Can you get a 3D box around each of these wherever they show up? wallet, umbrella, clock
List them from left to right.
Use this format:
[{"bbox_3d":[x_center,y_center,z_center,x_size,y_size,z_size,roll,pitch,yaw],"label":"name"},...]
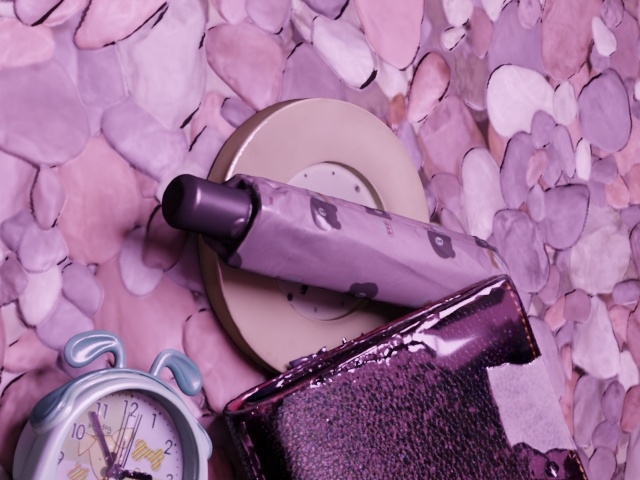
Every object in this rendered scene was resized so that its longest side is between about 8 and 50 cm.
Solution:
[{"bbox_3d":[-0.147,0.162,0.926,0.148,0.060,0.189,23,73,-37],"label":"clock"},{"bbox_3d":[0.000,0.000,1.081,0.235,0.029,0.235,0,90,-40],"label":"clock"},{"bbox_3d":[0.021,0.006,1.032,0.337,0.067,0.073,14,104,-39],"label":"umbrella"},{"bbox_3d":[0.078,0.173,1.039,0.262,0.071,0.221,-25,99,-17],"label":"wallet"}]
